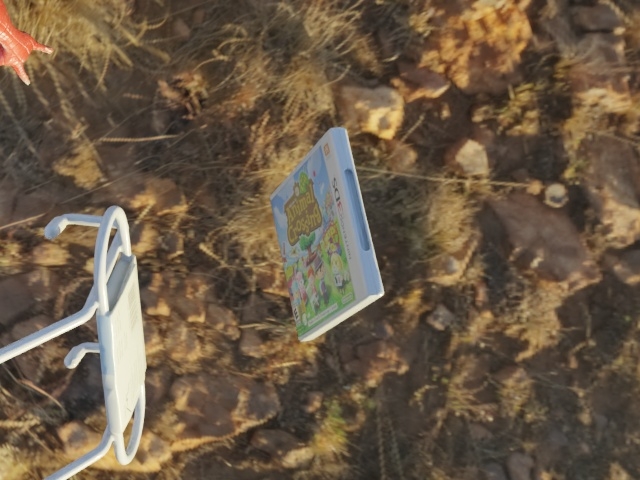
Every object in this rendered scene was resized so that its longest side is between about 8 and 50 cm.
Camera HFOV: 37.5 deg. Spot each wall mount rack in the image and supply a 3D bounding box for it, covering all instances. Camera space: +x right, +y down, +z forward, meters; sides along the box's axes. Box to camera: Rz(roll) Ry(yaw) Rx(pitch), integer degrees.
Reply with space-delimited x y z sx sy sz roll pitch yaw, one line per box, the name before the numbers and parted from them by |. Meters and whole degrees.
wall mount rack | -0.282 0.140 1.034 0.130 0.304 0.350 5 124 4

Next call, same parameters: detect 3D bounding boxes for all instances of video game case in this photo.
video game case | 0.000 0.000 1.091 0.023 0.212 0.194 -5 74 -24

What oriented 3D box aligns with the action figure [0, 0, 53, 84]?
action figure | -0.128 -0.177 0.398 0.091 0.139 0.280 38 89 4
